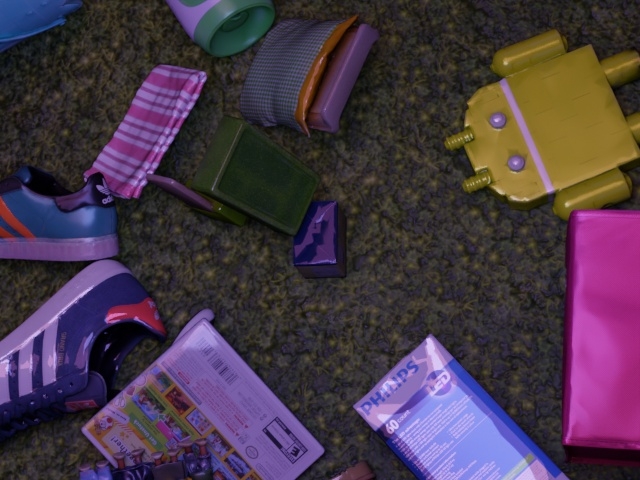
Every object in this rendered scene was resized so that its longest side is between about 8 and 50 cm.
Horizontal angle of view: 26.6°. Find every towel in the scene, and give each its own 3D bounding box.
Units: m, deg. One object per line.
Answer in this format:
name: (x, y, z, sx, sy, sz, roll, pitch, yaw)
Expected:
towel: (-0.232, -0.148, 1.788, 0.144, 0.029, 0.197, 18, 77, 57)

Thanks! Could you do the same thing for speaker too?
speaker: (-0.181, -0.395, 1.838, 0.131, 0.131, 0.296, -34, 72, 1)

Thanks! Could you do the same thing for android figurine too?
android figurine: (0.296, -0.143, 1.718, 0.273, 0.056, 0.248, -20, 73, 4)

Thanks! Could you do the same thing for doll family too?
doll family: (-0.207, 0.311, 1.629, 0.193, 0.076, 0.111, -9, 96, 2)

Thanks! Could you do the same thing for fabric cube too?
fabric cube: (0.402, 0.122, 1.525, 0.259, 0.254, 0.258, 2, 78, 11)

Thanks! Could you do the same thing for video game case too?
video game case: (-0.145, 0.247, 1.677, 0.206, 0.026, 0.227, -42, 93, -2)

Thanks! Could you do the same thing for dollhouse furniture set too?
dollhouse furniture set: (-0.082, -0.178, 1.705, 0.197, 0.151, 0.301, 15, 78, 49)

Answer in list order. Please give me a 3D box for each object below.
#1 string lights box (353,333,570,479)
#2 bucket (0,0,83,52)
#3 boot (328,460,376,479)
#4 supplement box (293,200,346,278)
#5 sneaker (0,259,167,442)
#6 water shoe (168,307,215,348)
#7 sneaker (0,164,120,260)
string lights box: (0.175, 0.253, 1.625, 0.133, 0.077, 0.259, -42, 72, -2)
bucket: (-0.476, -0.375, 1.823, 0.183, 0.281, 0.281, -36, 72, 4)
boot: (0.030, 0.429, 1.603, 0.236, 0.089, 0.269, -31, 73, 2)
supplement box: (0.000, 0.000, 1.721, 0.056, 0.083, 0.083, -2, 75, 10)
sneaker: (-0.342, 0.188, 1.713, 0.350, 0.131, 0.148, -45, 68, -3)
water shoe: (-0.175, 0.184, 1.724, 0.080, 0.073, 0.203, 31, 89, -2)
sneaker: (-0.408, -0.041, 1.777, 0.302, 0.108, 0.121, 1, 101, 12)
